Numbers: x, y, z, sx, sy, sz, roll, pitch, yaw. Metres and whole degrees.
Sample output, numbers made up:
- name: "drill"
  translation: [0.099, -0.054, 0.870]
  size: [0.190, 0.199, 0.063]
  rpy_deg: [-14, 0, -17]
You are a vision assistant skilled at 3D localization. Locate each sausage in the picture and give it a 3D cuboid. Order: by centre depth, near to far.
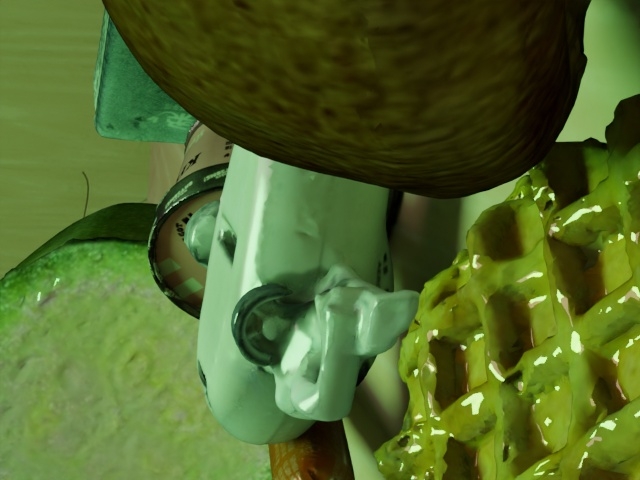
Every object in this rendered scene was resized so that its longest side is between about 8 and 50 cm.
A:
- name: "sausage"
  translation: [-0.012, 0.122, 0.941]
  size: [0.348, 0.053, 0.053]
  rpy_deg: [-105, 21, -77]

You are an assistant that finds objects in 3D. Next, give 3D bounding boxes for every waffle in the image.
- name: "waffle"
  translation: [0.091, 0.101, 0.457]
  size: [0.307, 0.060, 0.311]
  rpy_deg: [11, 84, 69]

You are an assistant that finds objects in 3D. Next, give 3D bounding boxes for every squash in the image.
- name: "squash"
  translation: [-0.184, 0.106, 1.271]
  size: [0.309, 0.310, 0.310]
  rpy_deg: [-115, 31, -74]

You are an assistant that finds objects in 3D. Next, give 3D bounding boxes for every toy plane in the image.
- name: "toy plane"
  translation: [-0.005, 0.000, 0.797]
  size: [0.267, 0.123, 0.266]
  rpy_deg: [-169, 90, -71]

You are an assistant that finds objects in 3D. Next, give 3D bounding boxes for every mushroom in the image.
- name: "mushroom"
  translation: [0.047, -0.180, 0.428]
  size: [0.345, 0.260, 0.345]
  rpy_deg: [-5, -90, -73]

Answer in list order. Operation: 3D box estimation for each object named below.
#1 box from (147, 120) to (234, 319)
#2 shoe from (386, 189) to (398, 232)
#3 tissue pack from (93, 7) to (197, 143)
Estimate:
- name: "box"
  translation: [-0.053, -0.027, 1.060]
  size: [0.135, 0.151, 0.151]
  rpy_deg: [-86, 9, -48]
- name: "shoe"
  translation: [0.005, -0.020, 0.932]
  size: [0.074, 0.077, 0.194]
  rpy_deg: [-107, 24, -59]
- name: "tissue pack"
  translation: [-0.099, -0.191, 1.191]
  size: [0.257, 0.185, 0.081]
  rpy_deg: [112, 157, -54]
